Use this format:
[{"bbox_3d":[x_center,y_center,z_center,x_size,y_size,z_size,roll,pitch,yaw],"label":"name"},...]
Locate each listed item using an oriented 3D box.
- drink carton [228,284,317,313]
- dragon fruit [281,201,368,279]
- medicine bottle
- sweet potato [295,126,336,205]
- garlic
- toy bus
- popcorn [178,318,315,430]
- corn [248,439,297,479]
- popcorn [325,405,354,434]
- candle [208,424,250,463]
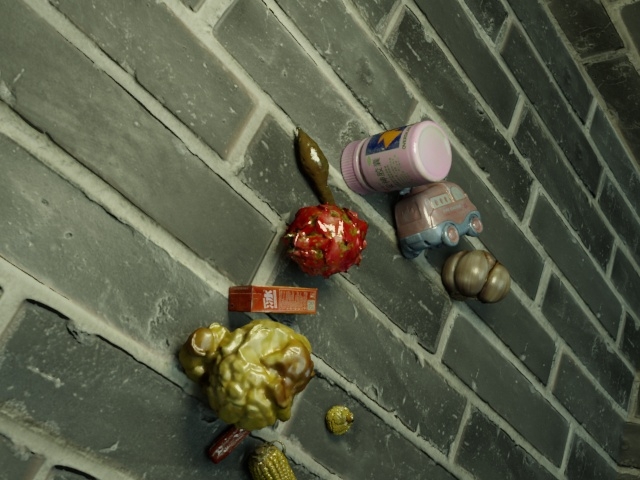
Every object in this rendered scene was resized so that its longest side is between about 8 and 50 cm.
[{"bbox_3d":[-0.119,0.154,1.689,0.223,0.096,0.071,8,80,-42],"label":"drink carton"},{"bbox_3d":[0.000,0.000,1.753,0.268,0.210,0.205,-8,119,-47],"label":"dragon fruit"},{"bbox_3d":[0.217,-0.236,1.912,0.178,0.291,0.178,5,82,-43],"label":"medicine bottle"},{"bbox_3d":[-0.007,-0.195,1.849,0.075,0.075,0.269,-40,116,-38],"label":"sweet potato"},{"bbox_3d":[0.523,0.120,2.222,0.160,0.214,0.191,13,87,-32],"label":"garlic"},{"bbox_3d":[0.368,-0.086,2.118,0.294,0.197,0.232,-19,88,-41],"label":"toy bus"},{"bbox_3d":[-0.174,0.315,1.555,0.332,0.225,0.265,18,60,-18],"label":"popcorn"},{"bbox_3d":[-0.097,0.641,1.664,0.106,0.106,0.293,-38,116,-39],"label":"corn"},{"bbox_3d":[0.064,0.505,1.837,0.084,0.084,0.084,6,82,-43],"label":"popcorn"},{"bbox_3d":[-0.162,0.440,1.656,0.051,0.048,0.329,40,49,16],"label":"candle"}]
